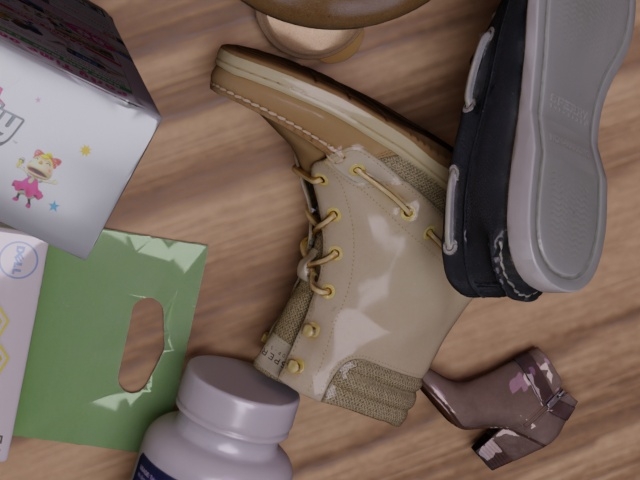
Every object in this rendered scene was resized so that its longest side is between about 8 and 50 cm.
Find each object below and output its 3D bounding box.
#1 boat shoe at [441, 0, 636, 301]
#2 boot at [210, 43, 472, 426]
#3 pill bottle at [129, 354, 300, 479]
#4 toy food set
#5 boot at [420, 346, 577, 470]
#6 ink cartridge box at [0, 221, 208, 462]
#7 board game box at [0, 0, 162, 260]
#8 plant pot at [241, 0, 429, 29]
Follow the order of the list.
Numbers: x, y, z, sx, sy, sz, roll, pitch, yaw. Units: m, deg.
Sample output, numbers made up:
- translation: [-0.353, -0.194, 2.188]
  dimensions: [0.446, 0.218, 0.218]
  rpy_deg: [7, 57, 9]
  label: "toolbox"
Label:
- translation: [0.139, -0.106, 1.270]
  dimensions: [0.114, 0.091, 0.303]
  rpy_deg: [34, 60, -39]
  label: "boat shoe"
- translation: [0.000, 0.000, 1.320]
  dimensions: [0.262, 0.095, 0.203]
  rpy_deg: [29, 99, -24]
  label: "boot"
- translation: [-0.082, 0.183, 1.354]
  dimensions: [0.112, 0.112, 0.187]
  rpy_deg: [15, 105, -15]
  label: "pill bottle"
- translation: [-0.004, -0.164, 1.304]
  dimensions: [0.083, 0.020, 0.083]
  rpy_deg: [11, 105, -14]
  label: "toy food set"
- translation: [0.132, 0.111, 1.414]
  dimensions: [0.087, 0.042, 0.118]
  rpy_deg: [-42, 112, -2]
  label: "boot"
- translation: [-0.205, 0.068, 1.325]
  dimensions: [0.235, 0.056, 0.171]
  rpy_deg: [10, 105, -12]
  label: "ink cartridge box"
- translation: [-0.225, -0.118, 1.125]
  dimensions: [0.224, 0.303, 0.097]
  rpy_deg: [27, 100, -17]
  label: "board game box"
- translation: [0.015, -0.255, 1.258]
  dimensions: [0.236, 0.032, 0.236]
  rpy_deg: [-3, 103, -12]
  label: "plant pot"
